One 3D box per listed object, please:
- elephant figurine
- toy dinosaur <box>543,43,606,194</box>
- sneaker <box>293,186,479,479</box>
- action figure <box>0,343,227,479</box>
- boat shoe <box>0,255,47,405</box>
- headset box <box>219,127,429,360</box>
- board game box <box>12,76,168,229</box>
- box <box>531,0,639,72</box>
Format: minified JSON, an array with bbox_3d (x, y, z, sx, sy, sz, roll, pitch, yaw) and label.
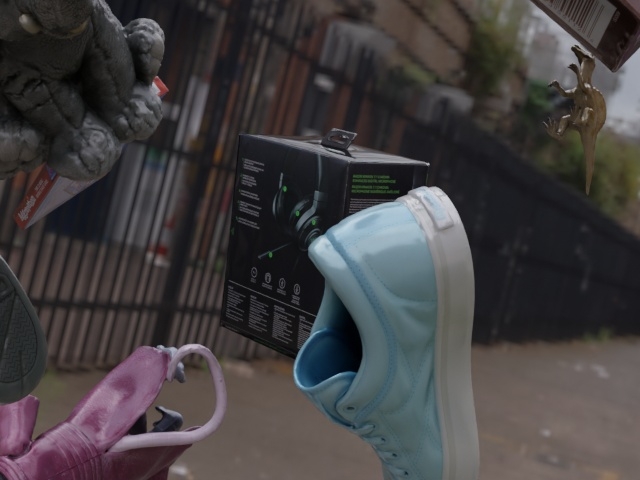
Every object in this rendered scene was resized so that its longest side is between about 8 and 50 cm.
[{"bbox_3d":[-0.190,-0.164,0.976,0.186,0.169,0.239,2,-34,11],"label":"elephant figurine"},{"bbox_3d":[0.313,-0.145,1.792,0.053,0.183,0.092,-1,3,45],"label":"toy dinosaur"},{"bbox_3d":[0.046,0.122,1.306,0.150,0.366,0.135,-15,33,-14],"label":"sneaker"},{"bbox_3d":[-0.319,0.302,1.989,0.370,0.248,0.275,-26,13,-39],"label":"action figure"},{"bbox_3d":[-0.330,-0.009,1.188,0.103,0.320,0.118,-17,16,40],"label":"boat shoe"},{"bbox_3d":[0.000,0.000,1.914,0.131,0.283,0.246,-1,11,-36],"label":"headset box"},{"bbox_3d":[-0.287,-0.104,1.852,0.027,0.145,0.281,53,-30,1],"label":"board game box"},{"bbox_3d":[0.386,-0.390,1.668,0.191,0.381,0.143,43,-15,10],"label":"box"}]
